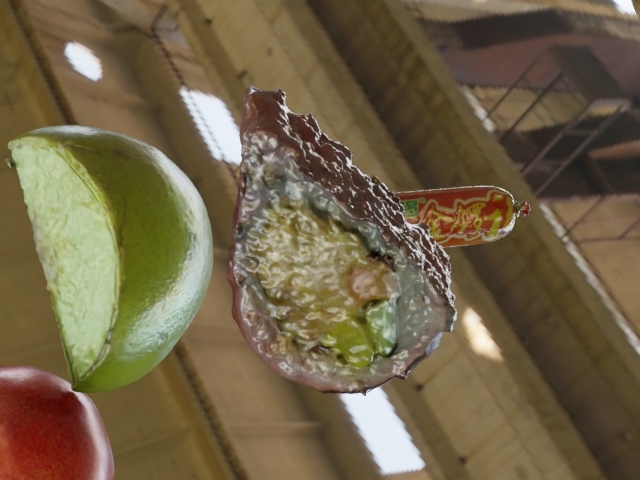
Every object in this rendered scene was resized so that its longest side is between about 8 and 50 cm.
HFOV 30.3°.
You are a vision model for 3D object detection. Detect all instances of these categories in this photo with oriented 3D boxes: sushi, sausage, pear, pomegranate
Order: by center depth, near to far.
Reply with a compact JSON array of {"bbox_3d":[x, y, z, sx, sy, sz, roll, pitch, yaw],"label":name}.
[{"bbox_3d":[-0.012,0.013,0.903,0.241,0.161,0.107,41,-156,-20],"label":"sushi"},{"bbox_3d":[-0.331,0.253,1.211,0.221,0.256,0.221,30,173,4],"label":"pomegranate"},{"bbox_3d":[-0.180,0.000,1.277,0.239,0.139,0.288,-2,-107,-58],"label":"pear"},{"bbox_3d":[0.118,-0.026,1.383,0.264,0.083,0.083,-6,-130,-9],"label":"sausage"}]

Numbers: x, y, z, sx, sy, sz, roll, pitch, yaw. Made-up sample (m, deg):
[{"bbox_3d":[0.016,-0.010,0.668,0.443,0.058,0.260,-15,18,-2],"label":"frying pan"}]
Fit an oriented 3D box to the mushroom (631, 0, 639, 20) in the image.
[{"bbox_3d":[0.435,-0.136,1.178,0.126,0.177,0.397,-16,-99,-27],"label":"mushroom"}]
